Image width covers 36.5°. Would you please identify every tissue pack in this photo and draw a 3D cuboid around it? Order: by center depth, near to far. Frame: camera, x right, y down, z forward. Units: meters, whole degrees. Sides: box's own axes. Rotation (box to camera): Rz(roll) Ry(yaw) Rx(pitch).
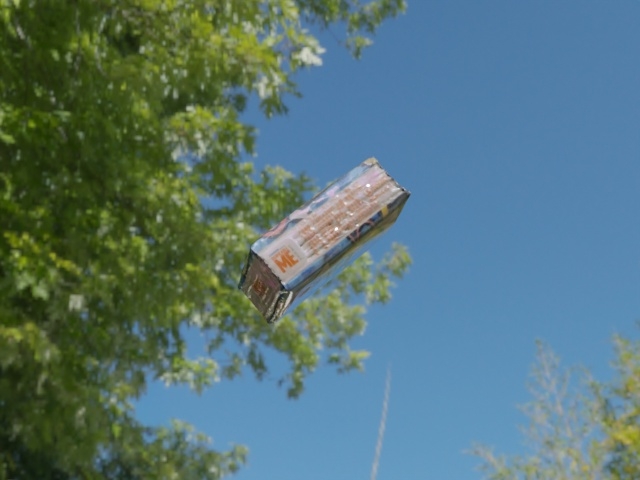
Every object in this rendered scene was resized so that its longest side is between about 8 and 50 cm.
[{"bbox_3d":[0.000,0.000,0.916,0.155,0.065,0.115,-36,-11,-22],"label":"tissue pack"}]
